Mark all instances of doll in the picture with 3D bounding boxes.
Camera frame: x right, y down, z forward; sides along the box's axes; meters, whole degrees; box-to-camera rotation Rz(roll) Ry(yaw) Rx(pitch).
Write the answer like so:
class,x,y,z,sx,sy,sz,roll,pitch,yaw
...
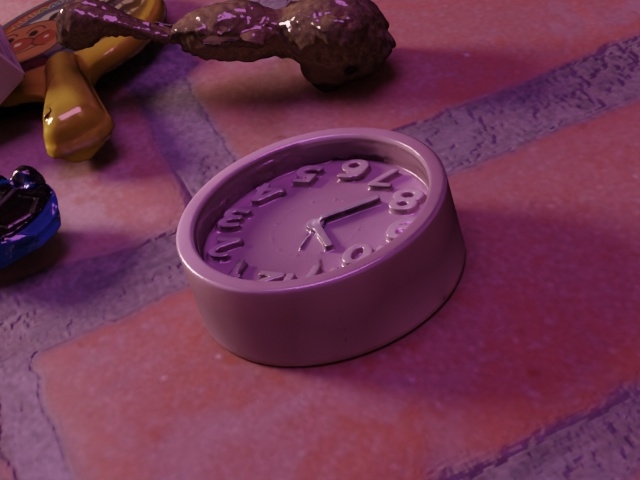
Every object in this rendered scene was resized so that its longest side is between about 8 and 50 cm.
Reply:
class,x,y,z,sx,sy,sz,roll,pitch,yaw
doll,-0.085,-0.181,1.264,0.286,0.091,0.203,3,3,-13

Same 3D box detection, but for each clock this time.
class,x,y,z,sx,sy,sz,roll,pitch,yaw
clock,0.000,0.000,1.023,0.197,0.068,0.197,-12,35,8

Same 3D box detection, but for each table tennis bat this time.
class,x,y,z,sx,sy,sz,roll,pitch,yaw
table tennis bat,-0.249,-0.170,1.392,0.224,0.054,0.368,-23,31,0

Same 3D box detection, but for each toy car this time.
class,x,y,z,sx,sy,sz,roll,pitch,yaw
toy car,-0.305,-0.017,1.189,0.216,0.063,0.103,10,43,26

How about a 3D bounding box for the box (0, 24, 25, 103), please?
class,x,y,z,sx,sy,sz,roll,pitch,yaw
box,-0.347,-0.145,1.356,0.129,0.051,0.130,-46,34,6
